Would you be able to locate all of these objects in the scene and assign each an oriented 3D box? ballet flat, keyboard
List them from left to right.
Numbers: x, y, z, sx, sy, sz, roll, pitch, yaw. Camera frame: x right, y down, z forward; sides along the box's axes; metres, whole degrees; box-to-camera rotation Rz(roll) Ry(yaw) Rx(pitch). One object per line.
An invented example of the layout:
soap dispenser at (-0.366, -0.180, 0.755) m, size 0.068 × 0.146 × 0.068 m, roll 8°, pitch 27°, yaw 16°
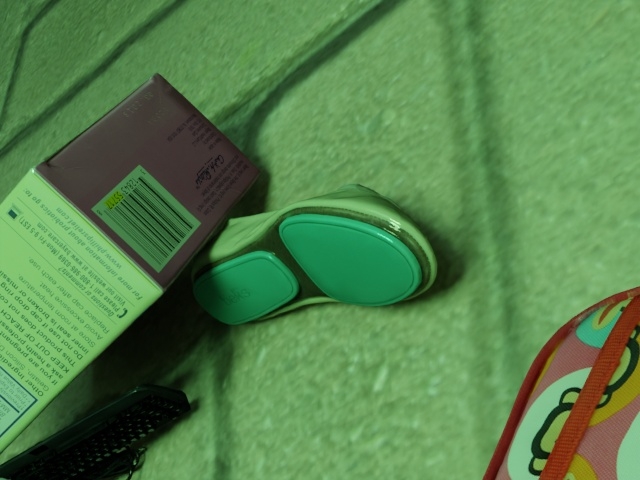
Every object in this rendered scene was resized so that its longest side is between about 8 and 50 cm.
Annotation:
keyboard at (-0.172, 0.164, 0.901) m, size 0.192 × 0.100 × 0.038 m, roll -30°, pitch 68°, yaw 17°
ballet flat at (0.000, 0.000, 0.823) m, size 0.248 × 0.086 × 0.086 m, roll -11°, pitch 54°, yaw 51°

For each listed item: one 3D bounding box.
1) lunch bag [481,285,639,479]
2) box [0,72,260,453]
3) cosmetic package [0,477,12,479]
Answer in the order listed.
lunch bag at (0.130, 0.146, 0.450) m, size 0.258 × 0.120 × 0.293 m, roll -11°, pitch 42°, yaw 54°
box at (-0.189, 0.023, 0.926) m, size 0.243 × 0.117 × 0.213 m, roll -42°, pitch 7°, yaw 27°
cosmetic package at (-0.141, 0.229, 0.790) m, size 0.238 × 0.107 × 0.127 m, roll -9°, pitch 56°, yaw 54°
